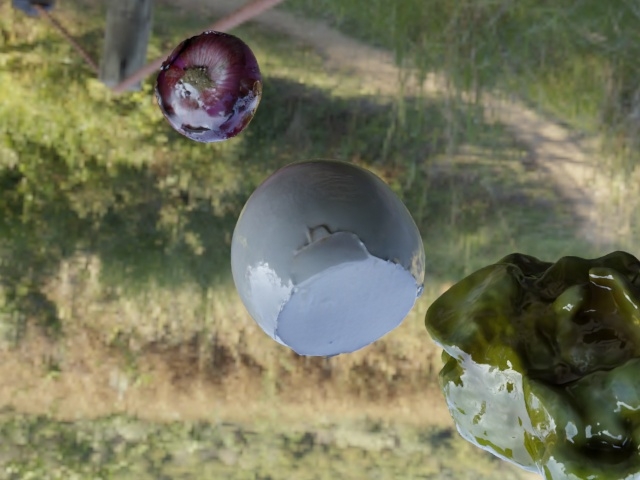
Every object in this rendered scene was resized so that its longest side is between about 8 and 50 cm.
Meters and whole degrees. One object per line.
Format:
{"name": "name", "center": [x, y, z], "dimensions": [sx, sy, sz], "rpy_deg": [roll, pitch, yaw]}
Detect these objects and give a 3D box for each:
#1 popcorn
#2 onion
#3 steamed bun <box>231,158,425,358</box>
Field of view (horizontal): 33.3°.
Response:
{"name": "popcorn", "center": [0.289, 0.160, 1.197], "dimensions": [0.293, 0.292, 0.334], "rpy_deg": [54, 161, -25]}
{"name": "onion", "center": [-0.139, -0.205, 1.460], "dimensions": [0.150, 0.150, 0.140], "rpy_deg": [3, 180, 19]}
{"name": "steamed bun", "center": [0.000, 0.000, 1.634], "dimensions": [0.309, 0.309, 0.309], "rpy_deg": [4, 176, 0]}
